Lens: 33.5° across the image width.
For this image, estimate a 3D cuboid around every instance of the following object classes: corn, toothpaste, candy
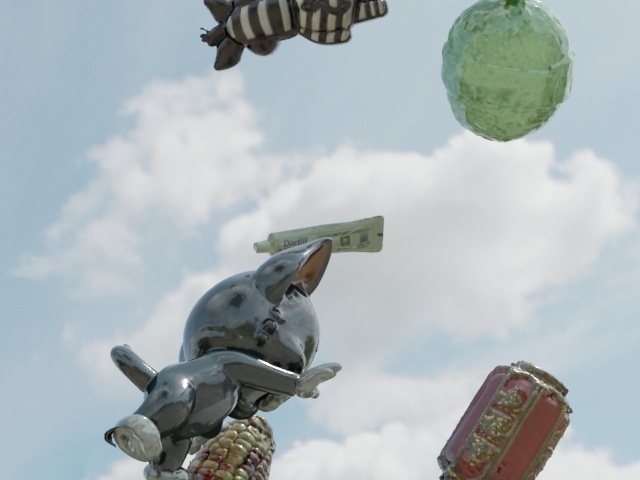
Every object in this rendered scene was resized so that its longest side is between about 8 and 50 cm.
[{"bbox_3d":[-0.110,0.264,0.952,0.086,0.253,0.086,14,-41,13],"label":"corn"},{"bbox_3d":[0.000,0.000,1.671,0.218,0.041,0.064,-7,-68,-21],"label":"toothpaste"},{"bbox_3d":[0.162,-0.289,0.861,0.119,0.119,0.440,-6,-62,-10],"label":"candy"}]

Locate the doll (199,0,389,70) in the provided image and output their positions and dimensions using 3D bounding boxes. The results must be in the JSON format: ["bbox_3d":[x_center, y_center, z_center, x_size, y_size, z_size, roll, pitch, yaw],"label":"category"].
[{"bbox_3d":[-0.032,-0.259,1.216,0.219,0.091,0.067,-11,6,8],"label":"doll"}]

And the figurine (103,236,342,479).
[{"bbox_3d":[-0.096,0.116,0.912,0.265,0.140,0.193,-17,-24,-46],"label":"figurine"}]

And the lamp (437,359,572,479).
[{"bbox_3d":[0.328,0.348,1.884,0.274,0.177,0.177,-54,-40,-9],"label":"lamp"}]
